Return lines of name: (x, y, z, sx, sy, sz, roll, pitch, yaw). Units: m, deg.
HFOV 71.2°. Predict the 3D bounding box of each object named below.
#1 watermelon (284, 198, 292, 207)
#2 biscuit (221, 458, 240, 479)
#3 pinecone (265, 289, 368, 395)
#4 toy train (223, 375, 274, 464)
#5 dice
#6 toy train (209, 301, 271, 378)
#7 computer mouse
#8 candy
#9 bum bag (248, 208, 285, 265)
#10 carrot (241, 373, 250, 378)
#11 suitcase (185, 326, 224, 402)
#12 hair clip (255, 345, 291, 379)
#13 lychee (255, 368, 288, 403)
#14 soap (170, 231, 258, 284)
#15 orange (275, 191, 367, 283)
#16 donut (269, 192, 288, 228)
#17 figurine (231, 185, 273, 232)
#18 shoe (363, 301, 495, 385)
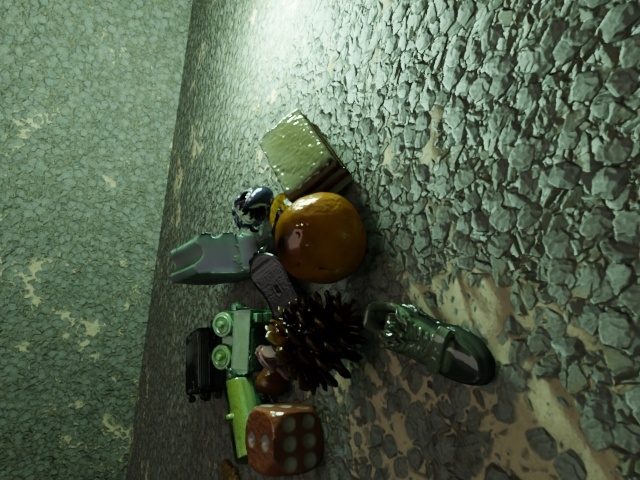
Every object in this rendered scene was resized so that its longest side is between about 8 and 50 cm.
watermelon: (-0.023, -0.139, 1.405, 0.187, 0.071, 0.139, 17, 81, 46)
biscuit: (-0.344, 0.953, 1.723, 0.250, 0.035, 0.162, 42, 123, 51)
pinecone: (-0.001, 0.246, 1.129, 0.264, 0.264, 0.264, -17, 70, 55)
toy train: (-0.225, 0.589, 1.454, 0.126, 0.190, 0.307, -59, 38, 37)
dice: (-0.107, 0.569, 1.288, 0.179, 0.174, 0.174, -15, 70, 57)
toy train: (-0.279, 0.355, 1.594, 0.188, 0.159, 0.271, -5, 78, 27)
computer mouse: (-0.122, 0.156, 1.449, 0.147, 0.088, 0.264, -34, 77, 28)
candy: (-0.050, -0.242, 1.351, 0.179, 0.135, 0.320, -42, 47, 14)
bum bag: (-0.139, 0.033, 1.501, 0.144, 0.095, 0.340, 39, 127, 7)
carrot: (-0.297, 0.439, 1.716, 0.069, 0.069, 0.228, -8, 76, 57)
suitcase: (-0.513, 0.544, 1.973, 0.202, 0.128, 0.312, -34, 56, 50)
hair clip: (-0.148, 0.382, 1.427, 0.123, 0.138, 0.102, 52, 132, 39)
lychee: (-0.152, 0.470, 1.448, 0.140, 0.114, 0.101, -98, 25, -47)
soap: (-0.411, 0.081, 1.779, 0.446, 0.261, 0.156, -19, 68, 54)
orange: (0.000, 0.000, 1.167, 0.246, 0.246, 0.246, -17, 70, 55)
donut: (-0.123, -0.094, 1.552, 0.152, 0.058, 0.151, -19, 68, 56)
figurine: (-0.254, -0.125, 1.720, 0.222, 0.145, 0.145, 136, 132, -59)
shoe: (0.196, 0.206, 0.909, 0.293, 0.149, 0.109, 27, 106, 57)
